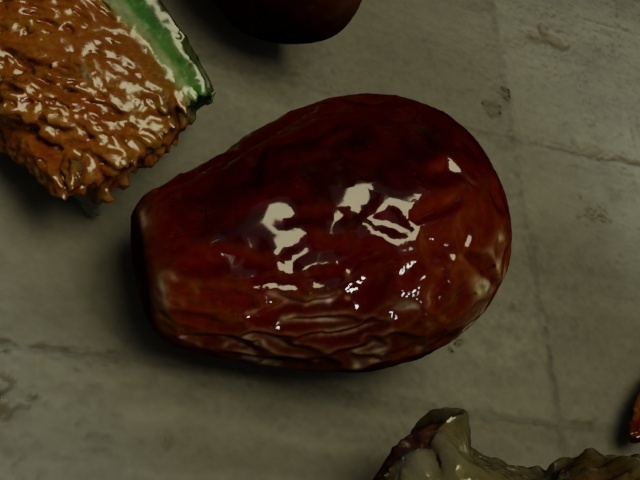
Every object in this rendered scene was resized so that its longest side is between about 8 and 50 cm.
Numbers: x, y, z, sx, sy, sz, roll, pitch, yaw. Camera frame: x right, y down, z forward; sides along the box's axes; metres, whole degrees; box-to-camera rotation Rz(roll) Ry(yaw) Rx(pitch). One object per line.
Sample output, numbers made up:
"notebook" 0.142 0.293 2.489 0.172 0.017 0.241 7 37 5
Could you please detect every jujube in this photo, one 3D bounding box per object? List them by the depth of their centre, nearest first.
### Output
"jujube" 0.000 0.000 1.034 0.255 0.190 0.190 -12 69 -17

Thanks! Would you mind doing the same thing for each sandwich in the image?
"sandwich" -0.170 -0.119 1.039 0.160 0.109 0.185 -43 92 -20

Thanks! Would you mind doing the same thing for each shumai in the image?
"shumai" 0.108 0.217 1.003 0.184 0.218 0.185 -12 31 -41

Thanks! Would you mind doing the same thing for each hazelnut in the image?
"hazelnut" -0.026 -0.245 1.151 0.161 0.170 0.201 -21 83 -10

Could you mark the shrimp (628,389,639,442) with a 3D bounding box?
"shrimp" 0.288 0.152 1.182 0.236 0.053 0.133 -22 78 -41
